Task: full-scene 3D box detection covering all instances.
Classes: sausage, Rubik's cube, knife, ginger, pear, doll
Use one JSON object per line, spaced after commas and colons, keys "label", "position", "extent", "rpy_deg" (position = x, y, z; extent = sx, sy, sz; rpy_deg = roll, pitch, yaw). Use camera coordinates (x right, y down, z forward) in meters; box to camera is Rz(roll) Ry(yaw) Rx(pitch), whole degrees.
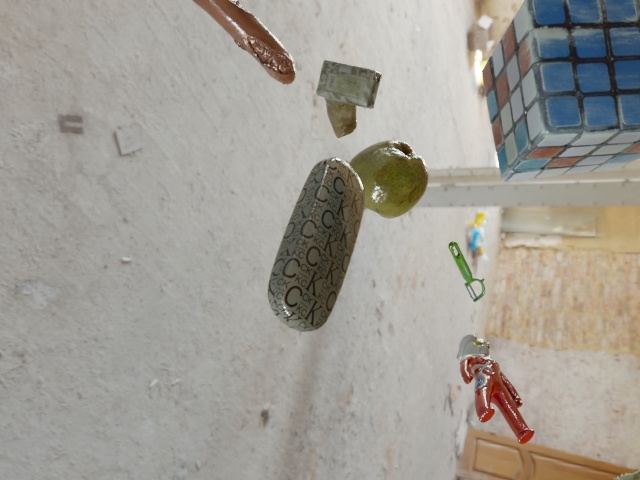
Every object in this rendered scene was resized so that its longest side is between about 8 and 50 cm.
{"label": "sausage", "position": [-0.172, -0.478, 1.270], "extent": [0.326, 0.087, 0.079], "rpy_deg": [40, 84, -22]}
{"label": "Rubik's cube", "position": [0.468, -0.272, 1.033], "extent": [0.253, 0.258, 0.257], "rpy_deg": [85, 0, -79]}
{"label": "knife", "position": [0.366, 0.072, 1.386], "extent": [0.212, 0.054, 0.015], "rpy_deg": [55, 3, -34]}
{"label": "ginger", "position": [0.042, -0.292, 1.188], "extent": [0.190, 0.068, 0.096], "rpy_deg": [69, 33, -62]}
{"label": "pear", "position": [0.188, -0.180, 1.587], "extent": [0.228, 0.211, 0.188], "rpy_deg": [25, 20, -22]}
{"label": "doll", "position": [0.461, 0.385, 1.552], "extent": [0.099, 0.188, 0.384], "rpy_deg": [-56, -166, 18]}

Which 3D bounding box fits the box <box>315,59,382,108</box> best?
{"label": "box", "position": [0.046, -0.255, 0.917], "extent": [0.045, 0.098, 0.062], "rpy_deg": [-21, 129, -65]}

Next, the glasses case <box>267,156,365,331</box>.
{"label": "glasses case", "position": [0.000, 0.000, 1.054], "extent": [0.137, 0.085, 0.355], "rpy_deg": [42, 54, -34]}

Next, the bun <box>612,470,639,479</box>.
{"label": "bun", "position": [0.508, 0.391, 0.719], "extent": [0.259, 0.259, 0.152], "rpy_deg": [49, 42, -53]}
